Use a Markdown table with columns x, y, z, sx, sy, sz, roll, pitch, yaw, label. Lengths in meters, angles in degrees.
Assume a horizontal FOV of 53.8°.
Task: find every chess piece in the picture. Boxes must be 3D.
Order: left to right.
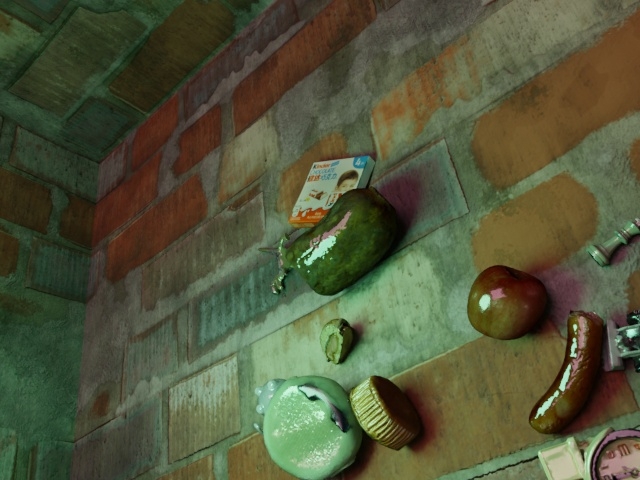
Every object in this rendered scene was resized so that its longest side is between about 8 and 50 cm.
| x | y | z | sx | sy | sz | roll | pitch | yaw | label |
| --- | --- | --- | --- | --- | --- | --- | --- | --- | --- |
| 0.697 | -0.006 | 1.471 | 0.149 | 0.059 | 0.059 | -43 | 44 | 12 | chess piece |

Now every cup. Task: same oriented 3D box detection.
| x | y | z | sx | sy | sz | roll | pitch | yaw | label |
| --- | --- | --- | --- | --- | --- | --- | --- | --- | --- |
| -0.138 | 0.510 | 1.962 | 0.173 | 0.142 | 0.134 | -45 | 45 | 19 | cup |

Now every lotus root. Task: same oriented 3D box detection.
| x | y | z | sx | sy | sz | roll | pitch | yaw | label |
| --- | --- | --- | --- | --- | --- | --- | --- | --- | --- |
| 0.083 | -0.007 | 1.934 | 0.346 | 0.250 | 0.250 | -46 | 44 | 13 | lotus root |

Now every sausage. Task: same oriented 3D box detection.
| x | y | z | sx | sy | sz | roll | pitch | yaw | label |
| --- | --- | --- | --- | --- | --- | --- | --- | --- | --- |
| 0.557 | 0.298 | 1.404 | 0.103 | 0.076 | 0.302 | 22 | 95 | 49 | sausage |

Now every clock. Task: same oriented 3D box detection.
| x | y | z | sx | sy | sz | roll | pitch | yaw | label |
| --- | --- | --- | --- | --- | --- | --- | --- | --- | --- |
| 0.591 | 0.549 | 1.186 | 0.276 | 0.120 | 0.379 | -23 | 63 | 19 | clock |

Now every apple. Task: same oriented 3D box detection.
| x | y | z | sx | sy | sz | roll | pitch | yaw | label |
| --- | --- | --- | --- | --- | --- | --- | --- | --- | --- |
| 0.454 | 0.151 | 1.541 | 0.181 | 0.181 | 0.168 | 27 | 111 | 49 | apple |

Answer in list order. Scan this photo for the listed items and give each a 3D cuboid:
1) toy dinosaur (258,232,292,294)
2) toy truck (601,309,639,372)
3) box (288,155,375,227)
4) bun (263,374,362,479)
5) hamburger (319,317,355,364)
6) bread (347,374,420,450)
| x | y | z | sx | sy | sz | roll | pitch | yaw | label |
| --- | --- | --- | --- | --- | --- | --- | --- | --- | --- |
| -0.153 | 0.058 | 2.276 | 0.200 | 0.072 | 0.251 | -49 | 52 | 29 | toy dinosaur |
| 0.708 | 0.201 | 1.303 | 0.286 | 0.111 | 0.136 | -18 | 59 | 41 | toy truck |
| 0.037 | -0.167 | 2.192 | 0.273 | 0.048 | 0.265 | -2 | 58 | 45 | box |
| -0.010 | 0.530 | 1.801 | 0.293 | 0.187 | 0.293 | -4 | 80 | 23 | bun |
| 0.054 | 0.287 | 1.911 | 0.087 | 0.176 | 0.102 | 25 | 46 | 23 | hamburger |
| 0.172 | 0.444 | 1.648 | 0.104 | 0.199 | 0.199 | -42 | 45 | 16 | bread |
